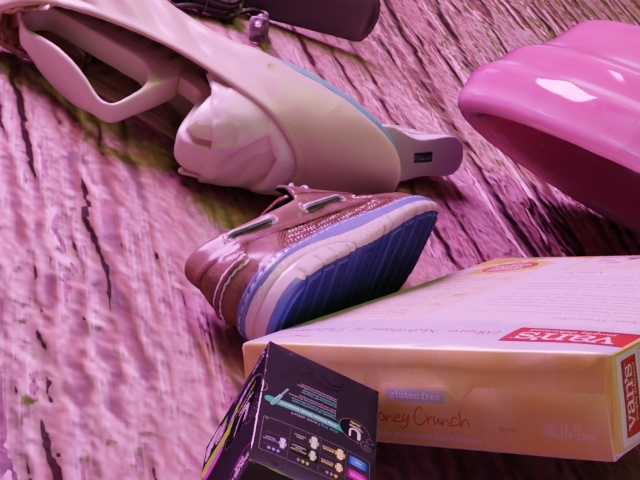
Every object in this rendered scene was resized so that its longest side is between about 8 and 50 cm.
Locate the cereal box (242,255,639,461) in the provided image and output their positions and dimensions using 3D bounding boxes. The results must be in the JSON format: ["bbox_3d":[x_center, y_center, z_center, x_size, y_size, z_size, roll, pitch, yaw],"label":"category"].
[{"bbox_3d":[0.102,0.045,0.703,0.173,0.047,0.240,-1,9,34],"label":"cereal box"}]

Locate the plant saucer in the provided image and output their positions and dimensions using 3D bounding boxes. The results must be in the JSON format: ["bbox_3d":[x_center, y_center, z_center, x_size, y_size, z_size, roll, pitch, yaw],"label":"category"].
[{"bbox_3d":[0.244,-0.036,0.913,0.332,0.084,0.332,30,0,0],"label":"plant saucer"}]

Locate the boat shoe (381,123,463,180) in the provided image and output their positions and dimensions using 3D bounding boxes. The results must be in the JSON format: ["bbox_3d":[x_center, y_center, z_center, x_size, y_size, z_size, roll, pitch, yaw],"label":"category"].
[{"bbox_3d":[0.045,-0.057,0.959,0.100,0.035,0.035,-4,14,-44],"label":"boat shoe"}]

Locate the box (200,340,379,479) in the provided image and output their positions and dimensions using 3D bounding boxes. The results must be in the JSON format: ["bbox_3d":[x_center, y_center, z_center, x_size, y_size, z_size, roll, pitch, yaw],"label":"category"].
[{"bbox_3d":[-0.014,0.091,0.582,0.052,0.062,0.083,25,26,-10],"label":"box"}]

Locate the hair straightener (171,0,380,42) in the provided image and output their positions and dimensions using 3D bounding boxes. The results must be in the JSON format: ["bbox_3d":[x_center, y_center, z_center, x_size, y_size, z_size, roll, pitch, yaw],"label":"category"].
[{"bbox_3d":[-0.057,-0.177,1.052,0.230,0.047,0.089,12,30,-31],"label":"hair straightener"}]

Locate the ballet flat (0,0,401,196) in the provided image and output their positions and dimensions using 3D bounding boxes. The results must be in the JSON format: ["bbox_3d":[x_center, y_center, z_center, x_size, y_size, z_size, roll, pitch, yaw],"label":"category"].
[{"bbox_3d":[-0.076,-0.077,0.831,0.248,0.086,0.086,32,25,9],"label":"ballet flat"}]

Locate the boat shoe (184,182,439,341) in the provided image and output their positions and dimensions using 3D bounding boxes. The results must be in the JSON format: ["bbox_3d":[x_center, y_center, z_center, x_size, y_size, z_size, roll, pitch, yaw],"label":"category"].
[{"bbox_3d":[0.000,0.000,0.762,0.066,0.066,0.183,31,21,19],"label":"boat shoe"}]
